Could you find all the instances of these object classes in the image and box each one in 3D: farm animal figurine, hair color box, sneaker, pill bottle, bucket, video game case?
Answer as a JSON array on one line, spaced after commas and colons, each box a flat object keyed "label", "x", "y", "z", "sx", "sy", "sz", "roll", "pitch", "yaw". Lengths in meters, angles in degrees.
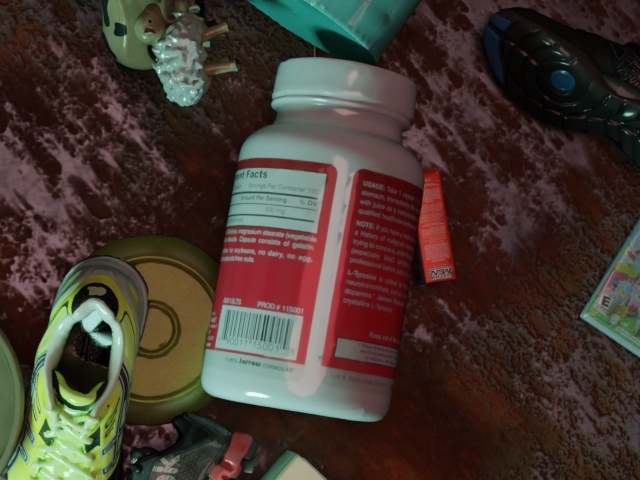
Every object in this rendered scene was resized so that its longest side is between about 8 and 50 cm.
[{"label": "farm animal figurine", "x": -0.232, "y": -0.347, "z": 1.590, "sx": 0.172, "sy": 0.330, "sz": 0.326, "roll": -15, "pitch": 116, "yaw": -12}, {"label": "hair color box", "x": 0.135, "y": -0.016, "z": 1.686, "sx": 0.043, "sy": 0.072, "sz": 0.141, "roll": -8, "pitch": 88, "yaw": -9}, {"label": "sneaker", "x": -0.197, "y": 0.324, "z": 1.592, "sx": 0.135, "sy": 0.097, "sz": 0.276, "roll": 36, "pitch": 75, "yaw": -3}, {"label": "pill bottle", "x": 0.000, "y": 0.000, "z": 1.586, "sx": 0.229, "sy": 0.229, "sz": 0.407, "roll": 11, "pitch": 84, "yaw": -7}, {"label": "sneaker", "x": 0.370, "y": -0.209, "z": 1.732, "sx": 0.341, "sy": 0.125, "sz": 0.139, "roll": 32, "pitch": 54, "yaw": -2}, {"label": "bucket", "x": 0.012, "y": -0.349, "z": 1.594, "sx": 0.281, "sy": 0.281, "sz": 0.183, "roll": 32, "pitch": 87, "yaw": -5}, {"label": "sneaker", "x": -0.297, "y": 0.210, "z": 1.542, "sx": 0.145, "sy": 0.147, "sz": 0.384, "roll": 9, "pitch": 98, "yaw": -1}, {"label": "video game case", "x": 0.479, "y": 0.078, "z": 1.754, "sx": 0.212, "sy": 0.023, "sz": 0.193, "roll": 34, "pitch": 81, "yaw": -4}]

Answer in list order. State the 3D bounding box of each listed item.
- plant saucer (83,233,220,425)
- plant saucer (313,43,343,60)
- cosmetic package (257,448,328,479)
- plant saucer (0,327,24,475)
[{"label": "plant saucer", "x": -0.210, "y": 0.110, "z": 1.642, "sx": 0.241, "sy": 0.037, "sz": 0.241, "roll": 1, "pitch": 85, "yaw": -9}, {"label": "plant saucer", "x": 0.032, "y": -0.244, "z": 1.718, "sx": 0.083, "sy": 0.013, "sz": 0.083, "roll": 1, "pitch": 85, "yaw": -8}, {"label": "cosmetic package", "x": -0.080, "y": 0.420, "z": 1.600, "sx": 0.160, "sy": 0.113, "sz": 0.309, "roll": 42, "pitch": 80, "yaw": -3}, {"label": "plant saucer", "x": -0.468, "y": 0.197, "z": 1.551, "sx": 0.278, "sy": 0.041, "sz": 0.278, "roll": -3, "pitch": 77, "yaw": 13}]
